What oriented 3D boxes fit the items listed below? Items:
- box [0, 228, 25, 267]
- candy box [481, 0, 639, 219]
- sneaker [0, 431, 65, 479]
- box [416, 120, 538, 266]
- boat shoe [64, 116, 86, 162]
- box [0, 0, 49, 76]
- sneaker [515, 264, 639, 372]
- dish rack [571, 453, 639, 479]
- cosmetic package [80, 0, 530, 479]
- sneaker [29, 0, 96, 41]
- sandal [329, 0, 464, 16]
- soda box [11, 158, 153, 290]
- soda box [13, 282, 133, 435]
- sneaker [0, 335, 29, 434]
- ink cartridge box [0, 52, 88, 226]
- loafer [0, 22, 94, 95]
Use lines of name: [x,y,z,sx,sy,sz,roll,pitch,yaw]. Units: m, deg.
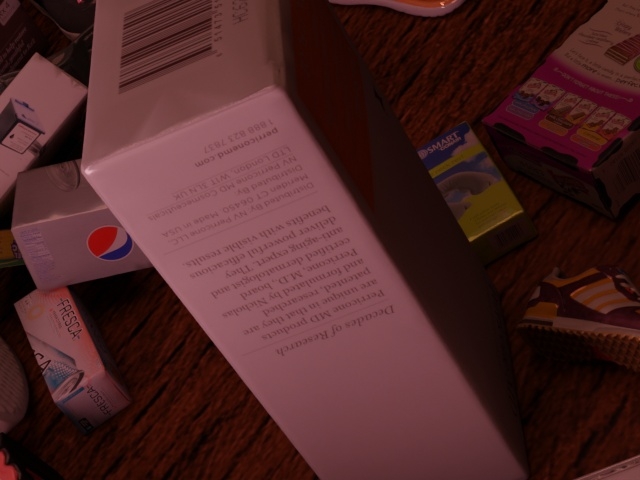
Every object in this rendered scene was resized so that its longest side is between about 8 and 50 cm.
box: [-0.342,0.008,1.803,0.105,0.043,0.179,-5,4,32]
candy box: [0.290,-0.142,1.555,0.233,0.071,0.159,-44,39,-11]
sneaker: [-0.272,0.304,1.473,0.136,0.116,0.314,-46,29,4]
box: [0.124,-0.040,1.589,0.109,0.042,0.178,-30,40,4]
boat shoe: [-0.254,-0.138,1.947,0.056,0.049,0.152,17,61,42]
box: [-0.567,-0.245,2.211,0.381,0.143,0.191,5,52,40]
sneaker: [0.252,0.059,1.373,0.185,0.069,0.084,8,60,39]
dish rack: [0.246,0.257,1.174,0.332,0.072,0.285,-24,40,14]
cosmetic package: [0.000,0.000,1.303,0.161,0.453,0.230,-21,41,15]
sneaker: [-0.336,-0.353,2.153,0.104,0.147,0.295,-42,41,-13]
sandal: [0.067,-0.322,1.893,0.265,0.076,0.102,18,61,45]
soda box: [-0.167,-0.039,1.703,0.286,0.091,0.098,-12,40,7]
soda box: [-0.252,0.112,1.680,0.063,0.058,0.183,-35,38,-1]
sneaker: [-0.423,0.135,1.744,0.150,0.135,0.366,-55,38,5]
ink cartridge box: [-0.354,-0.101,1.891,0.191,0.082,0.139,-57,3,-22]
loafer: [-0.321,-0.184,2.032,0.267,0.096,0.084,-33,2,-2]
